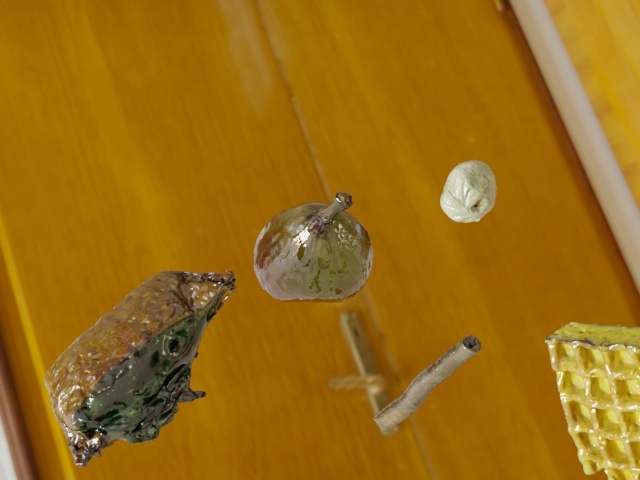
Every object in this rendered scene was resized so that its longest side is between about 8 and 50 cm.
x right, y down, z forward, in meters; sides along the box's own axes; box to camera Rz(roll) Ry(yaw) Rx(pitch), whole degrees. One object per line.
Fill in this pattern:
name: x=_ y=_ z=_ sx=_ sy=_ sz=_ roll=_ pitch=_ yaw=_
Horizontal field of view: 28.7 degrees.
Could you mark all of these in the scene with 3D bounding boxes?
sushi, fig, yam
sushi: x=-0.214 y=0.155 z=1.528 sx=0.287 sy=0.140 sz=0.149 roll=-41 pitch=143 yaw=-25
fig: x=0.001 y=0.002 z=1.708 sx=0.170 sy=0.146 sz=0.274 roll=2 pitch=159 yaw=-8
yam: x=0.189 y=0.263 z=2.260 sx=0.045 sy=0.045 sz=0.327 roll=4 pitch=147 yaw=-29

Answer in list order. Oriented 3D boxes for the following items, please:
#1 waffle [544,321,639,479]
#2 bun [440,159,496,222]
waffle: x=0.338 y=0.194 z=1.331 sx=0.055 sy=0.211 sz=0.160 roll=-27 pitch=-165 yaw=-36
bun: x=0.267 y=-0.082 z=2.195 sx=0.115 sy=0.069 sz=0.115 roll=-20 pitch=127 yaw=-28
